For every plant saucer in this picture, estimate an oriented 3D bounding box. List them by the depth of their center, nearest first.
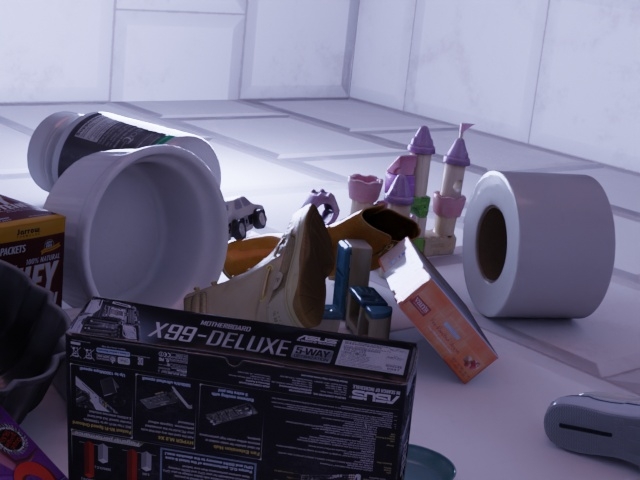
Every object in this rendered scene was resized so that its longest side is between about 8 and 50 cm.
[{"bbox_3d":[0.093,0.262,1.341,0.119,0.021,0.119,5,14,-1],"label":"plant saucer"}]

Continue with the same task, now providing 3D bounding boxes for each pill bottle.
[{"bbox_3d":[-0.386,-0.136,2.301,0.361,0.204,0.204,16,18,35],"label":"pill bottle"}]

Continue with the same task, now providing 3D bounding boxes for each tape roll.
[{"bbox_3d":[0.357,0.008,1.970,0.169,0.246,0.246,2,15,-14],"label":"tape roll"}]

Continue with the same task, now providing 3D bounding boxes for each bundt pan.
[{"bbox_3d":[-0.455,0.124,1.347,0.331,0.124,0.331,18,23,-8],"label":"bundt pan"}]

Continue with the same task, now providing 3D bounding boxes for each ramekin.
[{"bbox_3d":[-0.277,-0.005,1.738,0.135,0.277,0.277,8,12,39],"label":"ramekin"}]

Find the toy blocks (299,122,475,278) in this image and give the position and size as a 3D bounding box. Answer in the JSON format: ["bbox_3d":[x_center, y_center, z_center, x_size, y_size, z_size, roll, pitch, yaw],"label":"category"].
[{"bbox_3d":[0.156,-0.097,2.257,0.289,0.260,0.309,-5,18,-34],"label":"toy blocks"}]

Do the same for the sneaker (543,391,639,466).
[{"bbox_3d":[0.405,0.230,1.442,0.258,0.094,0.091,14,21,32],"label":"sneaker"}]

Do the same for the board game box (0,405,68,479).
[{"bbox_3d":[-0.384,0.225,1.023,0.208,0.056,0.347,48,27,6],"label":"board game box"}]

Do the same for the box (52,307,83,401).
[{"bbox_3d":[-0.258,0.150,1.487,0.130,0.091,0.170,-1,16,-27],"label":"box"}]

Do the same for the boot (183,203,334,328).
[{"bbox_3d":[-0.088,0.058,1.701,0.204,0.095,0.262,-20,32,20],"label":"boot"}]

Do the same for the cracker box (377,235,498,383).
[{"bbox_3d":[0.167,0.097,1.741,0.067,0.155,0.232,-39,14,6],"label":"cracker box"}]

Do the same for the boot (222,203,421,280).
[{"bbox_3d":[0.001,0.001,1.949,0.295,0.104,0.211,2,-25,-35],"label":"boot"}]

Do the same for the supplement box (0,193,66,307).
[{"bbox_3d":[-0.455,0.047,1.596,0.191,0.194,0.129,17,19,36],"label":"supplement box"}]

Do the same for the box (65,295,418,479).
[{"bbox_3d":[-0.075,0.194,1.090,0.308,0.242,0.076,7,25,7],"label":"box"}]

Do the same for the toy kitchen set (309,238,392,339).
[{"bbox_3d":[0.010,0.081,1.795,0.166,0.122,0.207,2,15,-15],"label":"toy kitchen set"}]

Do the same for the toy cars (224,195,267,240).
[{"bbox_3d":[-0.256,-0.021,2.006,0.394,0.087,0.176,-16,10,-27],"label":"toy cars"}]
